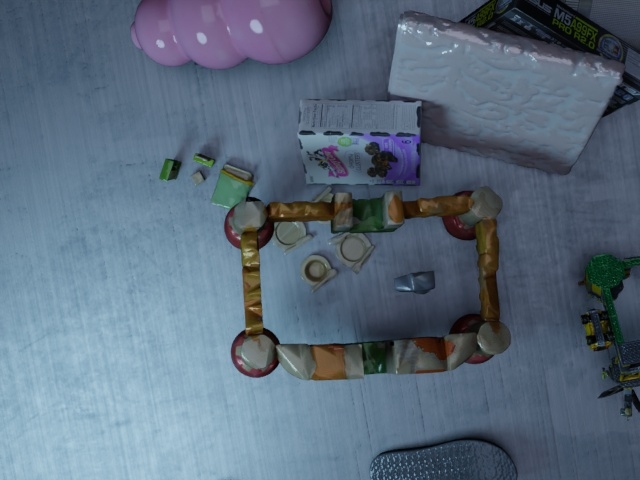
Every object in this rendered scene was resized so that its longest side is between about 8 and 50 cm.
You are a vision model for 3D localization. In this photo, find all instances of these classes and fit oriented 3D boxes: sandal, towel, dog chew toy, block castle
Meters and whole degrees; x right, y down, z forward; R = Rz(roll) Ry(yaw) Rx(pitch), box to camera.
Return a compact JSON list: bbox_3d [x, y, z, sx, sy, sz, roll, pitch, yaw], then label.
[{"bbox_3d":[0.214,0.389,1.859,0.254,0.054,0.097,-2,88,15],"label":"sandal"},{"bbox_3d":[0.271,-0.224,1.675,0.332,0.317,0.053,14,67,4],"label":"towel"},{"bbox_3d":[-0.153,-0.374,1.755,0.332,0.206,0.207,-11,94,15],"label":"dog chew toy"},{"bbox_3d":[0.075,0.071,1.750,0.453,0.213,0.303,-3,84,-5],"label":"block castle"}]

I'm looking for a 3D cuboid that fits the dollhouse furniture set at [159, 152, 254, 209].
[{"bbox_3d":[-0.194,-0.103,1.845,0.151,0.058,0.076,21,97,4],"label":"dollhouse furniture set"}]

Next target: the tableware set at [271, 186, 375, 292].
[{"bbox_3d":[0.000,0.000,1.855,0.141,0.020,0.169,-36,90,7],"label":"tableware set"}]

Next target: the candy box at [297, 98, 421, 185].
[{"bbox_3d":[0.067,-0.158,1.758,0.196,0.165,0.070,1,64,6],"label":"candy box"}]

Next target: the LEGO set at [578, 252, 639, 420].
[{"bbox_3d":[0.588,0.130,1.761,0.331,0.192,0.255,-18,64,4],"label":"LEGO set"}]

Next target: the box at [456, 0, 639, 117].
[{"bbox_3d":[0.344,-0.275,1.659,0.270,0.216,0.060,26,67,-19],"label":"box"}]

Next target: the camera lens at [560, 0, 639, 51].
[{"bbox_3d":[0.450,-0.402,1.674,0.274,0.219,0.219,7,96,5],"label":"camera lens"}]
